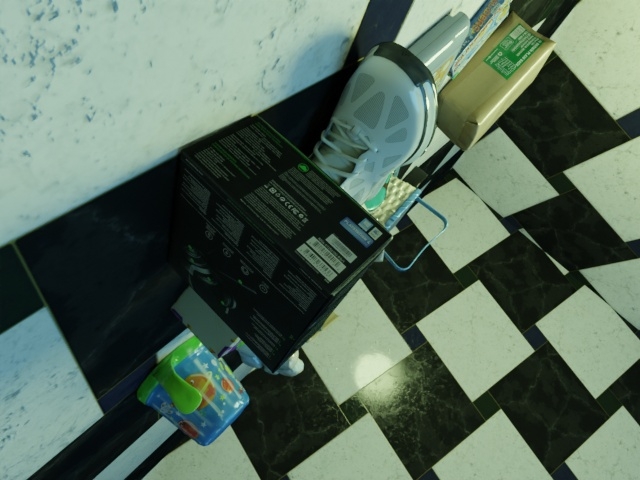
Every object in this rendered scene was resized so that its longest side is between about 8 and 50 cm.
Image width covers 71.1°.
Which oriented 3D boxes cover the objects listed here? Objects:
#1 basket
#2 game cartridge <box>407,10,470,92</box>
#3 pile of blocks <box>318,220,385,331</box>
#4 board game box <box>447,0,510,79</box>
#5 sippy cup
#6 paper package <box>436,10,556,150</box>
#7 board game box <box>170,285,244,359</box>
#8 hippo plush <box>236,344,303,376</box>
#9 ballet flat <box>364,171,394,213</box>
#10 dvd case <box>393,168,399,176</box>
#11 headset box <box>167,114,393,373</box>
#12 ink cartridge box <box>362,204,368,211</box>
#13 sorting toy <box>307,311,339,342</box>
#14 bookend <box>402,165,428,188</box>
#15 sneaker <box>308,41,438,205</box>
[{"bbox_3d":[0.261,-0.073,1.534,0.255,0.289,0.201,-42,169,-18],"label":"basket"},{"bbox_3d":[0.208,-0.336,0.996,0.198,0.062,0.297,-48,171,-17],"label":"game cartridge"},{"bbox_3d":[0.015,0.030,0.900,0.362,0.149,0.112,-40,141,-46],"label":"pile of blocks"},{"bbox_3d":[0.379,-0.502,1.099,0.201,0.035,0.136,-50,169,18],"label":"board game box"},{"bbox_3d":[-0.318,0.405,1.188,0.240,0.224,0.305,-51,170,22],"label":"sippy cup"},{"bbox_3d":[0.534,-0.486,1.427,0.325,0.168,0.309,-47,170,5],"label":"paper package"},{"bbox_3d":[-0.162,0.126,0.977,0.142,0.144,0.275,-49,169,12],"label":"board game box"},{"bbox_3d":[-0.159,0.262,1.387,0.234,0.295,0.236,117,-4,-61],"label":"hippo plush"},{"bbox_3d":[0.141,-0.147,1.230,0.077,0.091,0.241,-35,-161,51],"label":"ballet flat"},{"bbox_3d":[0.221,-0.252,1.279,0.087,0.013,0.119,77,20,-77],"label":"dvd case"},{"bbox_3d":[-0.079,0.023,0.631,0.131,0.246,0.283,-39,166,-38],"label":"headset box"},{"bbox_3d":[0.000,0.000,1.119,0.172,0.100,0.237,-12,155,-29],"label":"ink cartridge box"},{"bbox_3d":[-0.039,0.164,1.364,0.041,0.229,0.307,-39,172,29],"label":"sorting toy"},{"bbox_3d":[0.408,-0.246,2.094,0.157,0.072,0.156,-46,171,-12],"label":"bookend"},{"bbox_3d":[0.031,-0.113,0.784,0.257,0.169,0.447,-45,172,-22],"label":"sneaker"}]
